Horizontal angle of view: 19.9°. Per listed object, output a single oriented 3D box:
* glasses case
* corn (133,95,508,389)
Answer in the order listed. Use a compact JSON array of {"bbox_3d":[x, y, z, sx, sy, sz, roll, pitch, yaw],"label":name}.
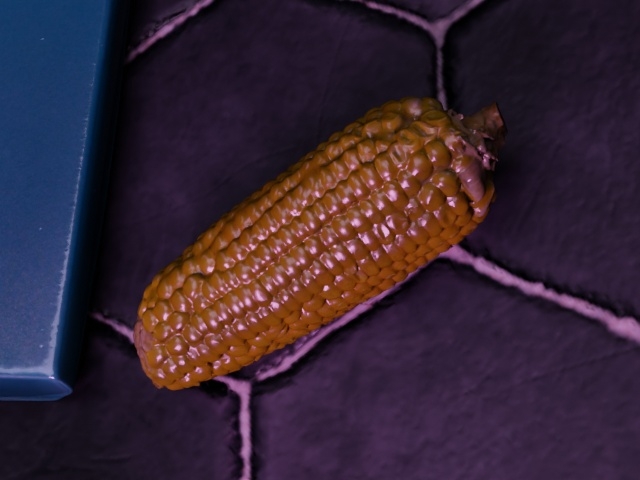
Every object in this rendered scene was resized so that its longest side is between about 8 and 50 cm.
[{"bbox_3d":[-0.190,-0.048,1.185,0.117,0.070,0.301,1,70,16],"label":"glasses case"},{"bbox_3d":[0.000,0.000,1.070,0.262,0.097,0.097,-34,62,13],"label":"corn"}]
